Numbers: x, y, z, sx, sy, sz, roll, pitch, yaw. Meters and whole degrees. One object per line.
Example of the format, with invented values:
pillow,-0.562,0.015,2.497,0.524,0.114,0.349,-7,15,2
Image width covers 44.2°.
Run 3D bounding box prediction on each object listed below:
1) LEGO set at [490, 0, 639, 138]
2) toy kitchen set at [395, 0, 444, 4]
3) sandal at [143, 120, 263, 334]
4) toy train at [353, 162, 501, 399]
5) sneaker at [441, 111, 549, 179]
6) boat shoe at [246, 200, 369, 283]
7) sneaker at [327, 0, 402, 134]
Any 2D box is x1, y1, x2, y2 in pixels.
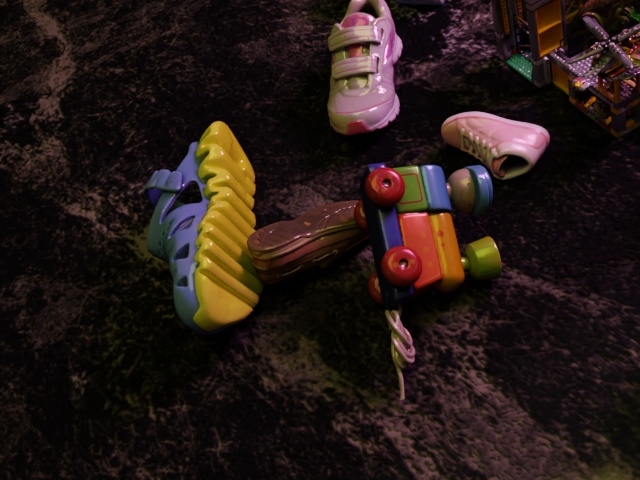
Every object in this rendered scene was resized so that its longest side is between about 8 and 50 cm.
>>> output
LEGO set,0.354,-0.293,0.956,0.255,0.192,0.331,-24,46,0
toy kitchen set,0.149,-0.472,1.277,0.166,0.122,0.207,11,75,29
sandal,-0.151,-0.007,0.963,0.138,0.126,0.317,-24,39,14
toy train,0.128,0.035,0.837,0.143,0.105,0.248,-8,73,-8
sneaker,0.202,-0.114,0.954,0.134,0.051,0.070,13,50,25
boat shoe,0.000,0.000,0.929,0.178,0.060,0.064,-19,32,-20
sneaker,0.053,-0.250,1.093,0.103,0.111,0.252,-7,48,16
